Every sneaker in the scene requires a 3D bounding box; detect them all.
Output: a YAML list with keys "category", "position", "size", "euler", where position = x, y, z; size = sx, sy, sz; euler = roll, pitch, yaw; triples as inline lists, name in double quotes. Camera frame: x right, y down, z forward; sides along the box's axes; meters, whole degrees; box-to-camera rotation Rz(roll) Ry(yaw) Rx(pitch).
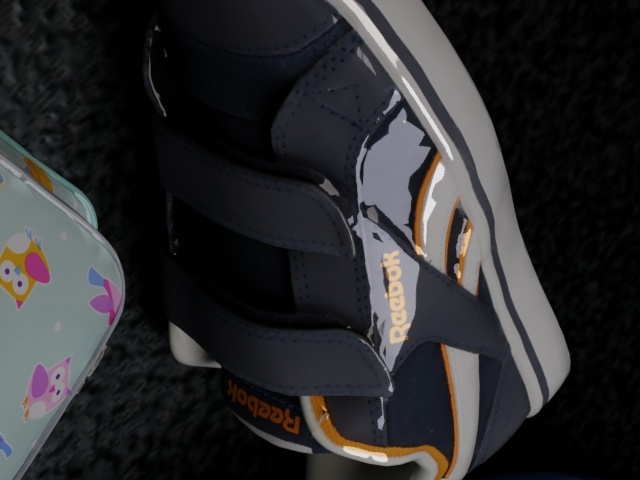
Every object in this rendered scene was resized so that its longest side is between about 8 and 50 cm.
- category: "sneaker"
  position: [0.000, 0.000, 0.763]
  size: [0.127, 0.126, 0.321]
  euler: [-45, 134, -16]

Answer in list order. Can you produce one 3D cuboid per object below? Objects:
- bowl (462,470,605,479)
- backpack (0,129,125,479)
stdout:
- category: "bowl"
  position: [0.065, 0.298, 0.940]
  size: [0.391, 0.077, 0.391]
  euler: [-11, 105, -44]
- category: "backpack"
  position: [-0.167, 0.031, 0.624]
  size: [0.188, 0.144, 0.166]
  euler: [-58, 135, -12]
